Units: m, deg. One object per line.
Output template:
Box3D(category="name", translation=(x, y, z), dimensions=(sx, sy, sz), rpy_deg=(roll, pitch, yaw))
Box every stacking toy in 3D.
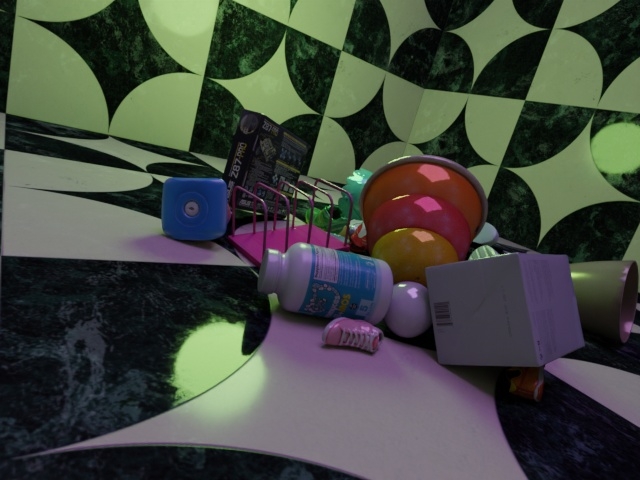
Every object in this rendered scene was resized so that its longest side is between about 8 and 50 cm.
Box3D(category="stacking toy", translation=(-0.324, -0.084, 1.237), dimensions=(0.175, 0.165, 0.302), rpy_deg=(2, 1, 2))
Box3D(category="stacking toy", translation=(0.232, 0.044, 1.058), dimensions=(0.351, 0.350, 0.479), rpy_deg=(17, 45, 4))

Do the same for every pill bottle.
Box3D(category="pill bottle", translation=(0.007, 0.088, 0.894), dimensions=(0.264, 0.146, 0.146), rpy_deg=(12, 14, -14))

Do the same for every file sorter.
Box3D(category="file sorter", translation=(-0.081, -0.063, 1.192), dimensions=(0.291, 0.182, 0.202), rpy_deg=(-10, 27, -35))

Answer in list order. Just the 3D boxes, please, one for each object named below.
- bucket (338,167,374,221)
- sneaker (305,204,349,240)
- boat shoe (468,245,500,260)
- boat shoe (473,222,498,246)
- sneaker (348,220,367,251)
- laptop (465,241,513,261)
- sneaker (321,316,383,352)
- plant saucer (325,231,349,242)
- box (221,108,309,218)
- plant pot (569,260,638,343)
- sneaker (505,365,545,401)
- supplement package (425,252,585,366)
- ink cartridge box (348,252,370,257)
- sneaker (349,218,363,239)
Box3D(category="bucket", translation=(0.229, -0.185, 1.991), dimensions=(0.183, 0.281, 0.281), rpy_deg=(26, 17, 29))
Box3D(category="sneaker", translation=(0.039, -0.081, 1.644), dimensions=(0.110, 0.123, 0.295), rpy_deg=(8, 15, -30))
Box3D(category="boat shoe", translation=(0.486, 0.158, 1.148), dimensions=(0.119, 0.121, 0.335), rpy_deg=(30, 38, -23))
Box3D(category="boat shoe", translation=(0.557, 0.012, 1.761), dimensions=(0.367, 0.135, 0.156), rpy_deg=(-1, -38, 38))
Box3D(category="sneaker", translation=(0.153, -0.008, 1.537), dimensions=(0.107, 0.118, 0.279), rpy_deg=(47, 2, 13))
Box3D(category="laptop", translation=(0.498, 0.114, 1.579), dimensions=(0.382, 0.236, 0.408), rpy_deg=(17, 40, 12))
Box3D(category="sneaker", translation=(0.068, 0.180, 0.800), dimensions=(0.070, 0.050, 0.134), rpy_deg=(22, 10, 42))
Box3D(category="plant saucer", translation=(0.000, 0.000, 1.438), dimensions=(0.195, 0.037, 0.195), rpy_deg=(11, 10, -2))
Box3D(category="box", translation=(-0.192, -0.253, 1.531), dimensions=(0.097, 0.318, 0.395), rpy_deg=(21, 6, 20))
Box3D(category="plant pot", translation=(0.850, 0.176, 1.393), dimensions=(0.274, 0.256, 0.257), rpy_deg=(7, 4, 44))
Box3D(category="sneaker", translation=(0.413, 0.262, 0.856), dimensions=(0.068, 0.064, 0.175), rpy_deg=(12, 8, 27))
Box3D(category="supplement package", translation=(0.383, 0.139, 0.880), dimensions=(0.263, 0.199, 0.198), rpy_deg=(3, -13, -43))
Box3D(category="ink cartridge box", translation=(0.133, 0.075, 1.338), dimensions=(0.189, 0.066, 0.232), rpy_deg=(11, -6, -19))
Box3D(category="sneaker", translation=(0.171, -0.056, 1.758), dimensions=(0.091, 0.094, 0.258), rpy_deg=(30, 19, 30))
